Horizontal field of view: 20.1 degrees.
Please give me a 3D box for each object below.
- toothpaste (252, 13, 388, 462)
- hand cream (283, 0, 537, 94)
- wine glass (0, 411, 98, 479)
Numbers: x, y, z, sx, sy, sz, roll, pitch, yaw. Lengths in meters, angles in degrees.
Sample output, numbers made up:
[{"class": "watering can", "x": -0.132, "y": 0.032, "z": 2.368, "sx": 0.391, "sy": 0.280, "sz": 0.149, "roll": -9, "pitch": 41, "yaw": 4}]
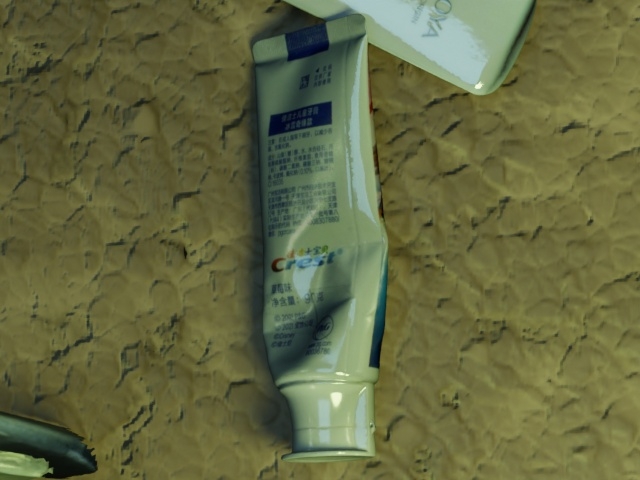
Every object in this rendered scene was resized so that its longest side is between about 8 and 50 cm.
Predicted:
[{"class": "toothpaste", "x": 0.000, "y": 0.000, "z": 1.091, "sx": 0.096, "sy": 0.061, "sz": 0.266, "roll": -10, "pitch": 79, "yaw": 41}, {"class": "hand cream", "x": 0.007, "y": -0.167, "z": 1.114, "sx": 0.255, "sy": 0.048, "sz": 0.079, "roll": 23, "pitch": 86, "yaw": 12}, {"class": "wine glass", "x": -0.252, "y": 0.253, "z": 1.021, "sx": 0.238, "sy": 0.238, "sz": 0.323, "roll": 16, "pitch": 88, "yaw": 10}]
